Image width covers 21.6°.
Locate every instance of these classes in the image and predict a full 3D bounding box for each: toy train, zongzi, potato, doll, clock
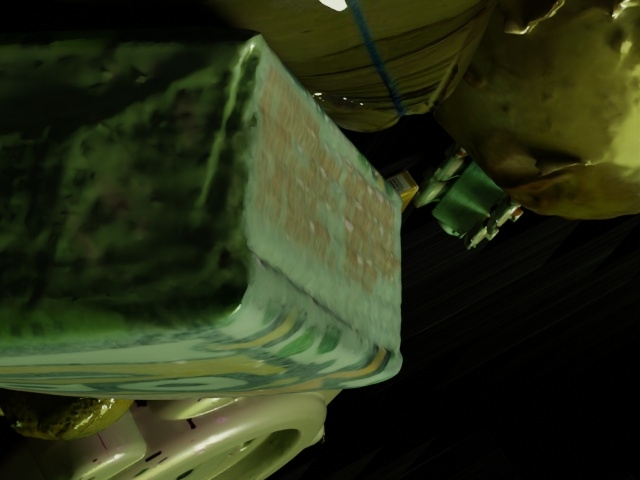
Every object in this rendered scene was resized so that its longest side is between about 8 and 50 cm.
[{"bbox_3d":[0.148,-0.067,1.310,0.125,0.081,0.194,-41,174,-23],"label":"toy train"},{"bbox_3d":[-0.051,-0.108,0.726,0.289,0.123,0.260,-15,166,-13],"label":"zongzi"},{"bbox_3d":[0.198,-0.133,0.994,0.300,0.196,0.246,-31,166,-19],"label":"potato"},{"bbox_3d":[-0.130,0.042,1.089,0.209,0.097,0.137,-46,-159,-19],"label":"doll"},{"bbox_3d":[-0.134,0.166,1.391,0.309,0.114,0.284,-18,160,-41],"label":"clock"}]

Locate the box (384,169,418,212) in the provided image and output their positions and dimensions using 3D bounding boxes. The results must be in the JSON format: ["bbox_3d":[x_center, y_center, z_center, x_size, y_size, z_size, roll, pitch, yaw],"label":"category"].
[{"bbox_3d":[0.000,0.000,1.312,0.156,0.022,0.089,-26,161,-27],"label":"box"}]

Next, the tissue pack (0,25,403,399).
[{"bbox_3d":[-0.099,0.002,0.752,0.228,0.128,0.311,-1,172,13],"label":"tissue pack"}]
